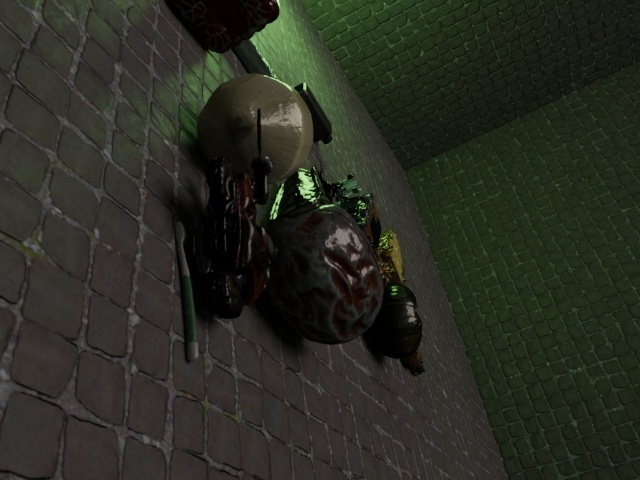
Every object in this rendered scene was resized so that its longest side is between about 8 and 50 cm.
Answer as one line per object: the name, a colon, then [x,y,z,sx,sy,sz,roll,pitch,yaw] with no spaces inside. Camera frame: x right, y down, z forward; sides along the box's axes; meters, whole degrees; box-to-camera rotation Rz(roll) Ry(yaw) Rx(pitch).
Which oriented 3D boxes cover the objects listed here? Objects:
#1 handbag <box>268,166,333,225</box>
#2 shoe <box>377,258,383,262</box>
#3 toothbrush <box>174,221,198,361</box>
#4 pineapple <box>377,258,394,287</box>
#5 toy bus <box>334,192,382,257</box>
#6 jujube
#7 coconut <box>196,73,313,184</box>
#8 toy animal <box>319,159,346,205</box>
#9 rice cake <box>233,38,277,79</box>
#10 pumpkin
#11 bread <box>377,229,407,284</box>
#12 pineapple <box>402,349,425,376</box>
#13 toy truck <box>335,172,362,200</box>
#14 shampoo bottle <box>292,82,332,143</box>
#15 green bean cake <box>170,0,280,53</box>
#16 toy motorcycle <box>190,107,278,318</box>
handbag: [0.000,0.000,1.470,0.327,0.163,0.325,-96,160,-65]
shoe: [0.174,0.093,1.896,0.195,0.079,0.078,84,25,-77]
toothbrush: [-0.218,0.077,0.926,0.024,0.018,0.257,52,19,-55]
pineapple: [0.121,0.108,1.708,0.137,0.161,0.176,34,-7,-4]
toy bus: [0.116,-0.036,1.853,0.275,0.139,0.167,-66,141,-66]
jujube: [0.000,0.069,1.193,0.308,0.247,0.215,53,10,-30]
coconut: [-0.138,-0.237,1.232,0.237,0.238,0.266,64,18,-4]
toy animal: [0.039,-0.184,2.016,0.108,0.062,0.220,3,64,-51]
rice cake: [-0.242,-0.608,1.715,0.336,0.066,0.063,56,19,-31]
pumpkin: [0.225,0.247,1.768,0.238,0.159,0.237,170,-90,-90]
bread: [0.221,0.063,2.069,0.260,0.147,0.160,-80,150,-63]
pineapple: [0.339,0.437,2.038,0.159,0.074,0.074,59,16,-49]
toy truck: [0.088,-0.195,2.155,0.080,0.078,0.154,63,34,-7]
shampoo bottle: [-0.030,-0.466,2.133,0.246,0.080,0.079,53,22,-35]
green bean cake: [-0.234,-0.600,1.443,0.198,0.233,0.097,53,17,-47]
toy motorcycle: [-0.152,-0.053,1.046,0.207,0.134,0.400,38,45,-73]
